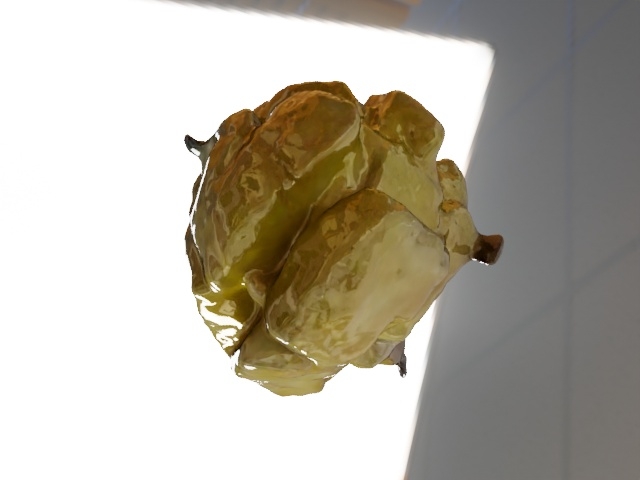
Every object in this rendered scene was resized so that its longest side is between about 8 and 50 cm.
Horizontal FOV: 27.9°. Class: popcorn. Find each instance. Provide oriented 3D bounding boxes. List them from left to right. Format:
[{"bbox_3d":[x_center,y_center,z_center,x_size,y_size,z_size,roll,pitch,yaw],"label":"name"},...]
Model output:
[{"bbox_3d":[0.000,0.000,0.596,0.167,0.152,0.148,154,-43,-84],"label":"popcorn"}]
